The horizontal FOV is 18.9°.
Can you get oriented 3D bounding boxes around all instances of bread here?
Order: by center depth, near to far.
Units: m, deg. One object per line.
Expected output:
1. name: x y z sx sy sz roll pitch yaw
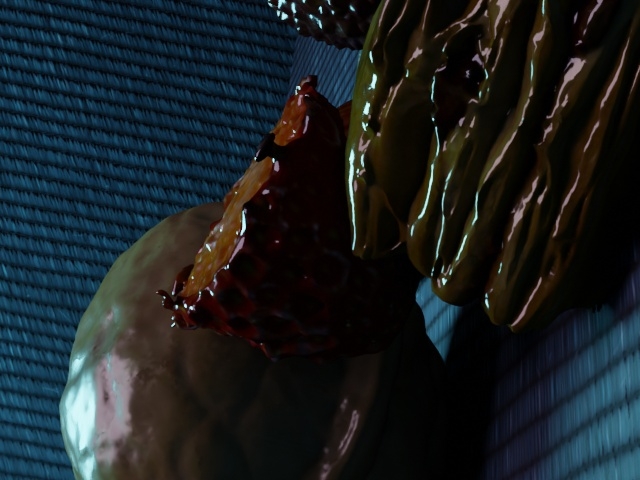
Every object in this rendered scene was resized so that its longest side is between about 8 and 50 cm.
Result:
1. bread: 0.121 -0.128 1.383 0.370 0.191 0.314 -89 11 -63

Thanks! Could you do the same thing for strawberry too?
1. strawberry: 0.000 0.000 1.496 0.234 0.178 0.234 -58 9 15

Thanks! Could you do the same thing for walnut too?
1. walnut: -0.052 0.149 1.691 0.381 0.381 0.381 -169 90 -83

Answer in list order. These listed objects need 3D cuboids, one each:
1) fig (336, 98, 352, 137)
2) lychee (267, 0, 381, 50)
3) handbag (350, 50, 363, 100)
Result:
1. fig: 0.034 -0.068 1.893 0.175 0.207 0.175 17 -90 -75
2. lychee: 0.055 -0.305 1.918 0.264 0.264 0.300 -112 -3 -77
3. handbag: 0.079 -0.099 2.101 0.238 0.089 0.326 130 151 -76
